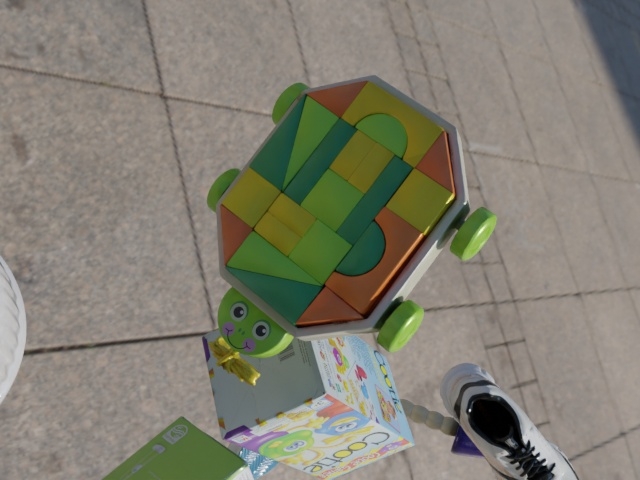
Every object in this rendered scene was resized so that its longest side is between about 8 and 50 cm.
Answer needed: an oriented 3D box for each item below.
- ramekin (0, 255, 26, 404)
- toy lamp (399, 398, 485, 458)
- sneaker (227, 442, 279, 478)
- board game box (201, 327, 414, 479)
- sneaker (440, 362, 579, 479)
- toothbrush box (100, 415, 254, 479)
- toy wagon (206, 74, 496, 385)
[{"bbox_3d":[-0.320,0.059,0.584,0.207,0.109,0.207,6,71,-18],"label":"ramekin"},{"bbox_3d":[0.149,0.270,1.285,0.080,0.274,0.080,19,90,-78],"label":"toy lamp"},{"bbox_3d":[-0.083,0.258,1.236,0.229,0.092,0.087,-57,137,-31],"label":"sneaker"},{"bbox_3d":[-0.009,0.198,1.056,0.275,0.142,0.144,42,25,-52],"label":"board game box"},{"bbox_3d":[0.108,0.118,0.454,0.109,0.040,0.044,46,1,-6],"label":"sneaker"},{"bbox_3d":[-0.186,0.358,0.833,0.283,0.122,0.206,-35,128,-30],"label":"toothbrush box"},{"bbox_3d":[0.000,0.000,0.848,0.267,0.344,0.068,37,-1,21],"label":"toy wagon"}]
